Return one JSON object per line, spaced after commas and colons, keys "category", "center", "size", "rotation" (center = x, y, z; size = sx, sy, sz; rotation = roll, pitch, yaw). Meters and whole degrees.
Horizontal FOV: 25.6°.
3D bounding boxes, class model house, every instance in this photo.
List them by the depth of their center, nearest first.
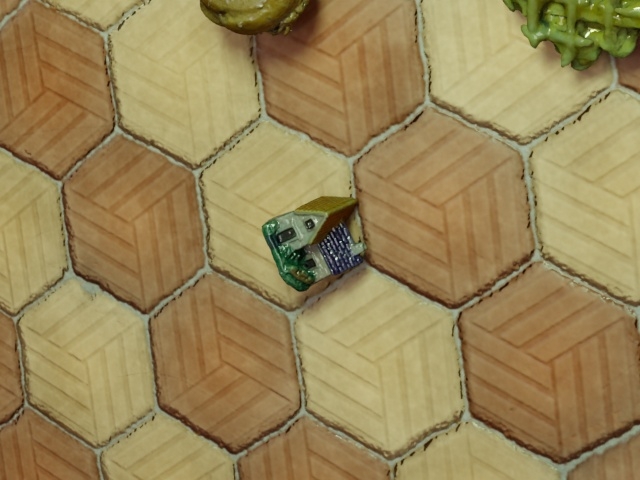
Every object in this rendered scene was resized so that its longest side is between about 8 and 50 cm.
{"category": "model house", "center": [0.000, 0.000, 1.750], "size": [0.100, 0.087, 0.101], "rotation": [-24, 91, 29]}

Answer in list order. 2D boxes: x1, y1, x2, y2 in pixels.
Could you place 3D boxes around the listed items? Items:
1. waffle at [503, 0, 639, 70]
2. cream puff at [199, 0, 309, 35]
{"category": "waffle", "center": [0.278, -0.343, 1.510], "size": [0.317, 0.073, 0.297], "rotation": [56, 141, 4]}
{"category": "cream puff", "center": [-0.079, -0.320, 1.722], "size": [0.150, 0.115, 0.165], "rotation": [-39, 71, 20]}
